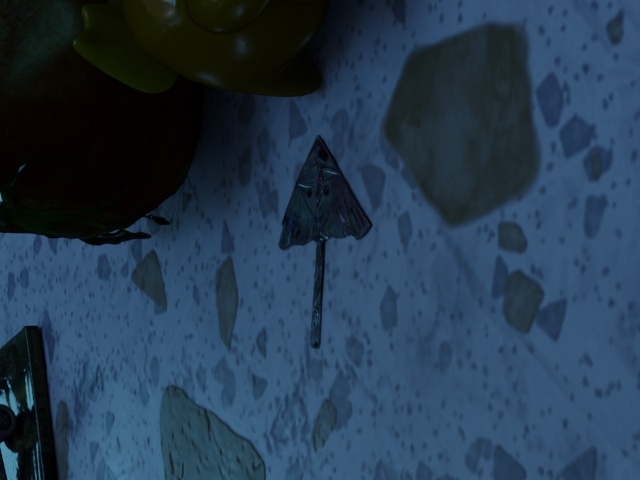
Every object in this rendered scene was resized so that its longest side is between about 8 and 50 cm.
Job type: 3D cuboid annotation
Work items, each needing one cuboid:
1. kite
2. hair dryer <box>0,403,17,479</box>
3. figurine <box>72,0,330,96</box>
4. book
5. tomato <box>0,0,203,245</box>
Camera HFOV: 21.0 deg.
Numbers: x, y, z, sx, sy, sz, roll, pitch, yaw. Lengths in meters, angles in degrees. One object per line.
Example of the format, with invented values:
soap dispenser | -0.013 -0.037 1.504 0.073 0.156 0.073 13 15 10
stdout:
kite | 0.001 0.000 1.224 0.137 0.005 0.153 -13 79 61
hair dryer | -0.323 0.226 1.729 0.063 0.037 0.114 -34 66 51
figurine | -0.050 -0.198 1.175 0.228 0.215 0.215 104 152 -51
book | -0.308 0.218 1.758 0.160 0.024 0.228 -36 58 53
tomato | -0.235 -0.128 1.367 0.303 0.303 0.239 -13 70 60
